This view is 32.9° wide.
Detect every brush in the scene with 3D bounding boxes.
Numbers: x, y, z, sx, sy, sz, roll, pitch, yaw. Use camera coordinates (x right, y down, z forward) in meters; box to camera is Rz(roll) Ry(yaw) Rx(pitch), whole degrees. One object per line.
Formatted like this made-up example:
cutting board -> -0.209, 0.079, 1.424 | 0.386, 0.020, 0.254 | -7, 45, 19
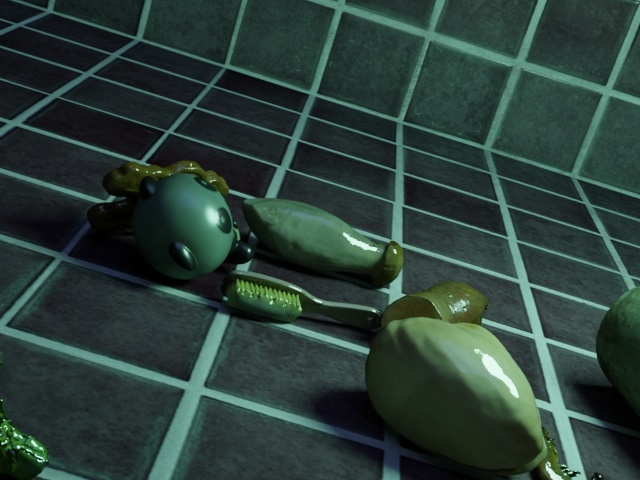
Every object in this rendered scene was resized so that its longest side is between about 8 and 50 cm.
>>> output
brush -> -0.028, 0.126, 1.937 | 0.313, 0.072, 0.067 | 15, 42, -17

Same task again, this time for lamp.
lamp -> -0.233, -0.022, 1.975 | 0.198, 0.197, 0.244 | 28, 7, 27

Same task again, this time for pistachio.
pistachio -> 0.209, 0.237, 1.664 | 0.318, 0.214, 0.193 | 40, -15, 31

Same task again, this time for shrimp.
shrimp -> 0.391, 0.350, 1.723 | 0.124, 0.034, 0.178 | 18, 21, -7

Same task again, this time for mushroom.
mushroom -> 0.000, 0.000, 2.191 | 0.350, 0.128, 0.128 | 20, 20, -4

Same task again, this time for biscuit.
biscuit -> -0.297, -0.079, 2.060 | 0.295, 0.186, 0.044 | -8, 54, -42

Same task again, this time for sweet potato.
sweet potato -> 0.252, 0.135, 2.049 | 0.131, 0.131, 0.337 | 29, 24, 29

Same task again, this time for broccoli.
broccoli -> -0.395, 0.218, 1.250 | 0.194, 0.194, 0.220 | 4, 0, -33

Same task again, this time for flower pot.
flower pot -> 0.673, 0.225, 1.935 | 0.294, 0.293, 0.330 | 9, 17, -23
